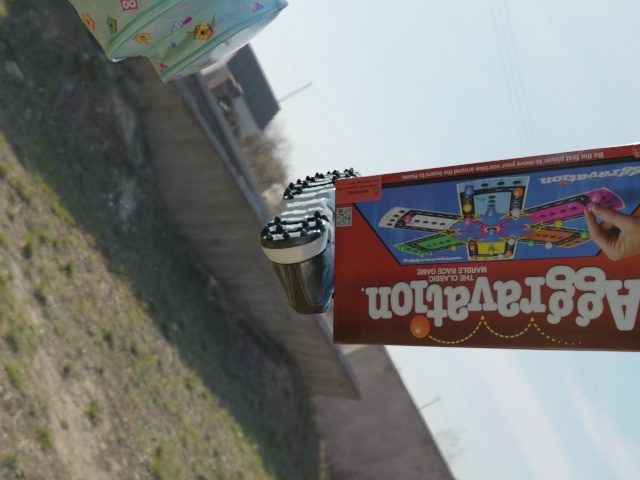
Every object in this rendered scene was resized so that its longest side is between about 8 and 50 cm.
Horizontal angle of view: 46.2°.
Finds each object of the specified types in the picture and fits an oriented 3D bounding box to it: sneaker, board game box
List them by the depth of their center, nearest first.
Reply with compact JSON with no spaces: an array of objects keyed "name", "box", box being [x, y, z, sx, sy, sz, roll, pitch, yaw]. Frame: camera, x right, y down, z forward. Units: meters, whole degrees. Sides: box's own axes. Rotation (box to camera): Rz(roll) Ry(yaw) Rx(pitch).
[{"name":"board game box","box":[0.133,0.011,0.577,0.027,0.281,0.145,10,78,-55]},{"name":"sneaker","box":[0.000,0.000,0.754,0.234,0.078,0.106,-61,142,-64]}]

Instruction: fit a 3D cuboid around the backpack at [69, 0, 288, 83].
[{"name":"backpack","box":[-0.133,-0.234,0.708,0.188,0.165,0.144,-35,101,-57]}]
